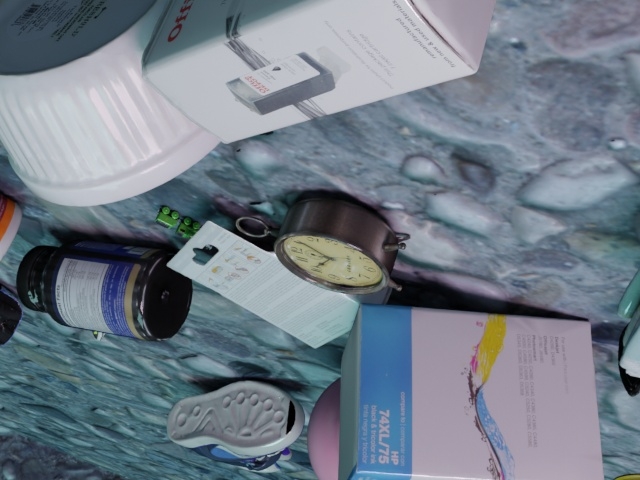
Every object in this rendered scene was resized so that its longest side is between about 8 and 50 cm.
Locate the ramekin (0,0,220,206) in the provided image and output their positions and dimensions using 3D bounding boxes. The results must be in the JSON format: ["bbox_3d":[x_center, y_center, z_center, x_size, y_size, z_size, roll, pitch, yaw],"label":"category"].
[{"bbox_3d":[-0.165,-0.136,0.707,0.207,0.207,0.109,4,142,27],"label":"ramekin"}]

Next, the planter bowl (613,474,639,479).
[{"bbox_3d":[0.574,0.458,1.487,0.217,0.090,0.217,14,153,7],"label":"planter bowl"}]

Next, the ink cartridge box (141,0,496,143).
[{"bbox_3d":[0.004,-0.164,0.585,0.218,0.158,0.092,-7,144,42],"label":"ink cartridge box"}]

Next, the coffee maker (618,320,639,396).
[{"bbox_3d":[0.413,0.115,0.903,0.178,0.120,0.171,22,153,-8],"label":"coffee maker"}]

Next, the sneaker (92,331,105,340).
[{"bbox_3d":[-0.377,0.142,1.562,0.035,0.031,0.083,32,149,3],"label":"sneaker"}]

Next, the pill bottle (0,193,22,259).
[{"bbox_3d":[-0.505,-0.048,1.173,0.221,0.121,0.121,34,149,-29],"label":"pill bottle"}]

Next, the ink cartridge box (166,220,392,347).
[{"bbox_3d":[-0.054,0.042,1.146,0.232,0.066,0.189,34,151,-11],"label":"ink cartridge box"}]

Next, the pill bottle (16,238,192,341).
[{"bbox_3d":[-0.295,0.063,1.249,0.219,0.122,0.122,7,151,24],"label":"pill bottle"}]

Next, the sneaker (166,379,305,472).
[{"bbox_3d":[-0.099,0.350,1.693,0.323,0.130,0.236,-12,151,38],"label":"sneaker"}]

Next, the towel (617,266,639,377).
[{"bbox_3d":[0.427,0.025,0.681,0.321,0.090,0.374,17,141,6],"label":"towel"}]

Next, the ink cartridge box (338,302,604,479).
[{"bbox_3d":[0.165,0.206,1.089,0.270,0.197,0.198,4,153,-3],"label":"ink cartridge box"}]

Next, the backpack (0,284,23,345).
[{"bbox_3d":[-0.565,0.117,1.553,0.114,0.105,0.084,33,172,-28],"label":"backpack"}]

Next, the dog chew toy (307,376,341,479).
[{"bbox_3d":[0.149,0.277,1.310,0.332,0.206,0.206,-10,142,30],"label":"dog chew toy"}]

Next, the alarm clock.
[{"bbox_3d":[0.000,0.000,1.007,0.192,0.064,0.129,12,153,8],"label":"alarm clock"}]

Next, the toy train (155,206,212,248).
[{"bbox_3d":[-0.163,-0.014,1.128,0.083,0.023,0.017,28,152,-18],"label":"toy train"}]
